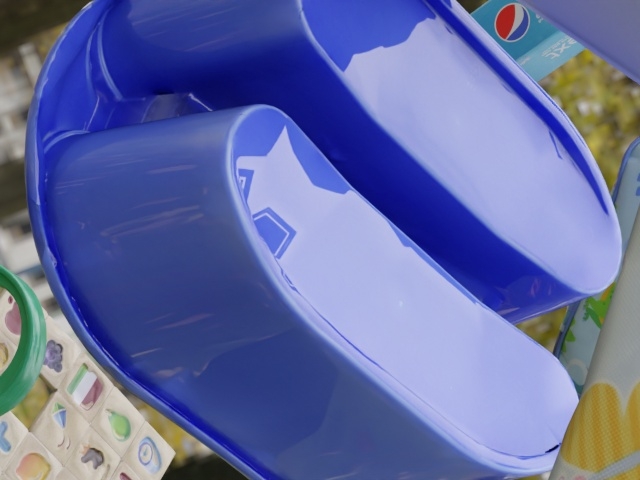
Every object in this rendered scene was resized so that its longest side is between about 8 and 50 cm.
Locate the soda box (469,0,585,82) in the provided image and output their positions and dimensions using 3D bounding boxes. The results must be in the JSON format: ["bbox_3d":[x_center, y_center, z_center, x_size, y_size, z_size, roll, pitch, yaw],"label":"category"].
[{"bbox_3d":[0.216,-0.209,1.705,0.071,0.210,0.067,9,52,-56],"label":"soda box"}]

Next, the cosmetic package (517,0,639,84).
[{"bbox_3d":[0.169,-0.351,0.890,0.327,0.329,0.393,41,-22,38],"label":"cosmetic package"}]

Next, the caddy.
[{"bbox_3d":[0.000,0.000,0.999,0.179,0.241,0.341,-14,-45,43],"label":"caddy"}]

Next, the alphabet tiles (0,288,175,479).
[{"bbox_3d":[-0.217,0.179,1.364,0.009,0.237,0.198,-11,-52,43],"label":"alphabet tiles"}]

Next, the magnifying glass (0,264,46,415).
[{"bbox_3d":[-0.237,0.012,1.175,0.231,0.092,0.026,58,9,29],"label":"magnifying glass"}]

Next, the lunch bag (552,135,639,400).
[{"bbox_3d":[0.271,0.033,1.314,0.176,0.090,0.219,26,-69,16],"label":"lunch bag"}]

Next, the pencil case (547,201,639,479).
[{"bbox_3d":[0.131,0.092,0.613,0.124,0.273,0.113,29,-13,-36],"label":"pencil case"}]
